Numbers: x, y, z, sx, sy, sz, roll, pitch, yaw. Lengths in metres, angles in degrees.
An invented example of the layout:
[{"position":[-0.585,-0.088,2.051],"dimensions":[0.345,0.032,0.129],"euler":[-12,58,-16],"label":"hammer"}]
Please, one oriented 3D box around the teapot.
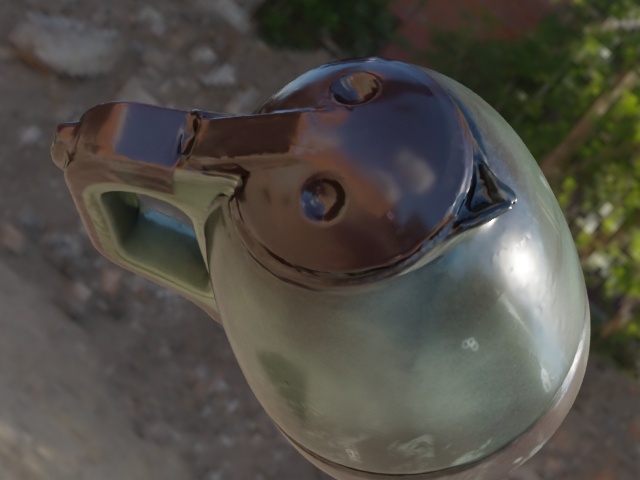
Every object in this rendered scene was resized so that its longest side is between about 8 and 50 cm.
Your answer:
[{"position":[0.000,0.000,1.137],"dimensions":[0.315,0.233,0.312],"euler":[7,-22,16],"label":"teapot"}]
